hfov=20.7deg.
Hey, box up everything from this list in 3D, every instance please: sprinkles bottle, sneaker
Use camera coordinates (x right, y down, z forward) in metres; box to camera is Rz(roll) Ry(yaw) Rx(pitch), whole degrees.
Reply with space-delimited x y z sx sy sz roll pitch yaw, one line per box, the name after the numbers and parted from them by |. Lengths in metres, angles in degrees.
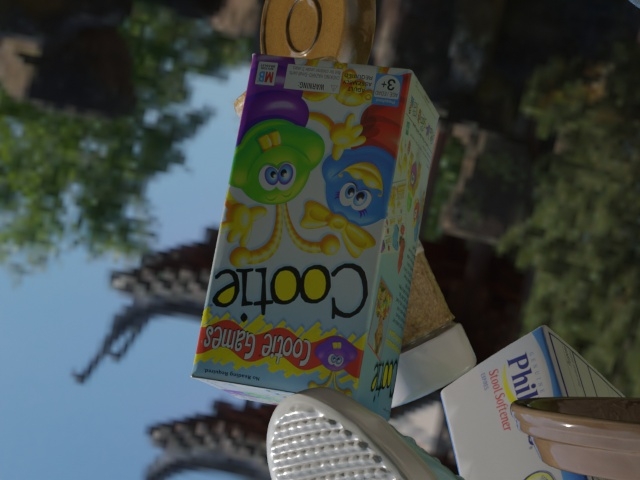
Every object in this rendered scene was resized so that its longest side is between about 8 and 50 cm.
0.036 -0.008 1.800 0.121 0.355 0.121 -25 180 0 | sprinkles bottle
0.114 0.244 1.330 0.366 0.135 0.150 46 -148 16 | sneaker

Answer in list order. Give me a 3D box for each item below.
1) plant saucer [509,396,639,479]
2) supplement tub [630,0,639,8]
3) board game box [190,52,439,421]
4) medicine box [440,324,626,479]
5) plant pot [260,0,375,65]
0.256 0.125 1.090 0.278 0.041 0.278 2 179 0 | plant saucer
0.283 -0.229 1.477 0.071 0.071 0.107 13 -167 3 | supplement tub
0.000 0.000 1.477 0.142 0.275 0.144 7 170 15 | board game box
0.286 0.284 1.875 0.289 0.149 0.263 40 -155 -34 | medicine box
-0.013 -0.270 2.208 0.032 0.236 0.236 4 -166 -34 | plant pot
